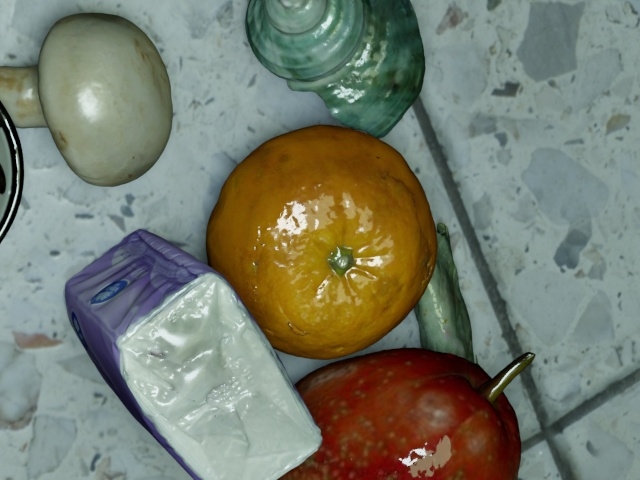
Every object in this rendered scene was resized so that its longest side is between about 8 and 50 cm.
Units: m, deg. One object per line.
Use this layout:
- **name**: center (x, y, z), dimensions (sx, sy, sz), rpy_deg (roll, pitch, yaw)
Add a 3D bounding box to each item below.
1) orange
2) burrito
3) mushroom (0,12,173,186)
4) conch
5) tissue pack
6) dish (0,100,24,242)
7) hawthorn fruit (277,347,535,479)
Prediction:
- **orange**: center (0.000, 0.000, 1.785), dimensions (0.284, 0.226, 0.284), rpy_deg (-5, 106, -18)
- **burrito**: center (0.161, 0.110, 1.941), dimensions (0.066, 0.096, 0.309), rpy_deg (-10, 104, 22)
- **mushroom**: center (-0.267, -0.153, 1.684), dimensions (0.209, 0.206, 0.206), rpy_deg (-24, 106, -9)
- **conch**: center (0.013, -0.249, 1.785), dimensions (0.195, 0.277, 0.220), rpy_deg (-8, 69, 18)
- **tissue pack**: center (-0.157, 0.138, 1.689), dimensions (0.160, 0.338, 0.242), rpy_deg (-36, 108, -11)
- **dish**: center (-0.478, -0.084, 1.649), dimensions (0.303, 0.120, 0.303), rpy_deg (-3, 99, -20)
- **hawthorn fruit**: center (0.113, 0.244, 1.815), dimensions (0.369, 0.285, 0.285), rpy_deg (-38, 112, 18)
